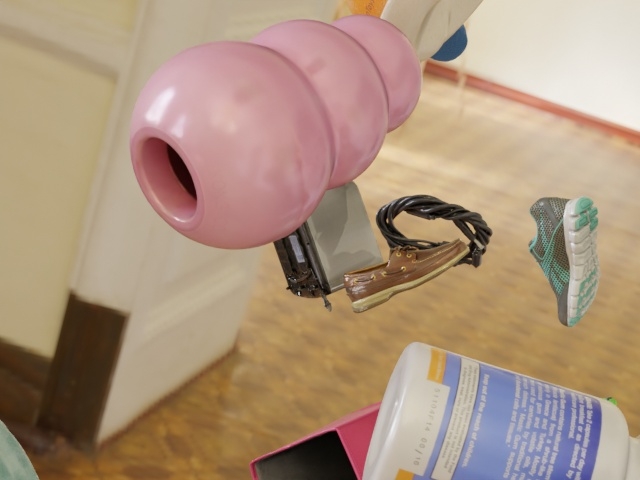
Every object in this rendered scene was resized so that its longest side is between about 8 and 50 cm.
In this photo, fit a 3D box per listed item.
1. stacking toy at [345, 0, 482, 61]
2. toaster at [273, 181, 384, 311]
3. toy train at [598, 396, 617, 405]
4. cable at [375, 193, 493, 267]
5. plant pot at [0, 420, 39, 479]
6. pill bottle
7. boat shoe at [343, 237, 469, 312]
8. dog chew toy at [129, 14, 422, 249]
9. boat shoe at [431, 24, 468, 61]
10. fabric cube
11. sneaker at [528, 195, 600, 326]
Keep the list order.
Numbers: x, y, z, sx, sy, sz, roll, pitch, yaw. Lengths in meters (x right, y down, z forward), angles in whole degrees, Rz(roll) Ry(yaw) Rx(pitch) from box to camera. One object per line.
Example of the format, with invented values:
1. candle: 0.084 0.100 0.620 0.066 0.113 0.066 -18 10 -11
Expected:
1. stacking toy: 0.038 -0.500 1.928 0.480 0.350 0.350 39 22 10
2. toaster: 0.000 0.000 2.064 0.110 0.185 0.168 -21 4 -18
3. toy train: 0.277 0.191 1.375 0.024 0.083 0.017 1 -24 1
4. cable: 0.175 -0.015 2.239 0.184 0.150 0.047 18 59 6
5. plant pot: -0.502 0.347 1.732 0.293 0.293 0.196 26 34 26
6. pill bottle: 0.187 0.201 1.296 0.272 0.152 0.152 18 17 -1
7. boat shoe: 0.112 0.036 1.896 0.178 0.060 0.064 -26 1 13
8. dog chew toy: -0.028 -0.129 1.431 0.206 0.206 0.332 30 47 35
9. boat shoe: 0.126 -0.375 2.140 0.258 0.109 0.089 41 17 -29
10. fabric cube: 0.086 0.414 2.378 0.258 0.254 0.259 -20 -6 -43
11. sneaker: 0.271 0.019 1.603 0.076 0.166 0.065 16 34 34
